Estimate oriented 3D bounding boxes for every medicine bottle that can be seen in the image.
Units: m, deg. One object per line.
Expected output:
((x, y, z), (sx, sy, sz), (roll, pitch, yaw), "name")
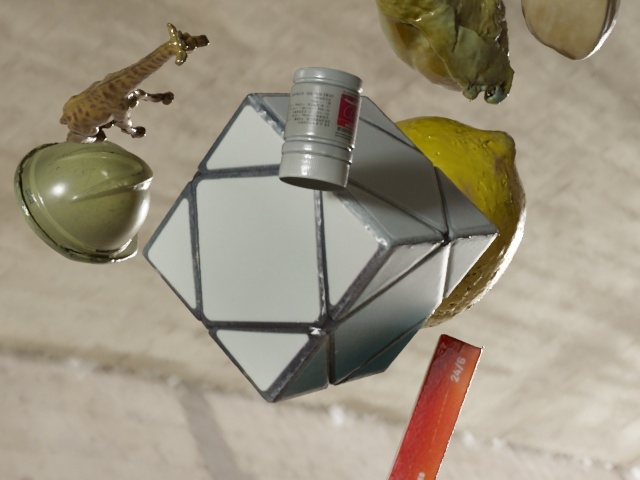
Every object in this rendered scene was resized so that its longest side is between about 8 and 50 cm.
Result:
((0.000, -0.089, 1.246), (0.058, 0.058, 0.091), (20, -103, -57), "medicine bottle")

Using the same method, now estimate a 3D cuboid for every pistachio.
((0.278, -0.289, 1.678), (0.108, 0.185, 0.126), (-2, -167, -19), "pistachio")

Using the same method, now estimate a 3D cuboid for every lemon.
((0.131, -0.029, 1.985), (0.258, 0.310, 0.258), (38, -156, -21), "lemon")

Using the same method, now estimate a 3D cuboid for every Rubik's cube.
((0.000, 0.000, 1.439), (0.207, 0.205, 0.205), (47, -153, 23), "Rubik's cube")

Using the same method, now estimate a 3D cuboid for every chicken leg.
((0.120, -0.327, 1.966), (0.429, 0.153, 0.201), (38, -126, -56), "chicken leg")

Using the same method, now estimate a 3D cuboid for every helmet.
((-0.317, -0.078, 2.291), (0.257, 0.137, 0.204), (1, -117, -59), "helmet")

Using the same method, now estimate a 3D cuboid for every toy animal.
((-0.214, -0.165, 1.709), (0.275, 0.149, 0.054), (131, 123, -67), "toy animal")

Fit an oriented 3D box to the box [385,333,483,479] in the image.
((0.106, 0.215, 1.608), (0.050, 0.229, 0.123), (20, 172, 6), "box")
